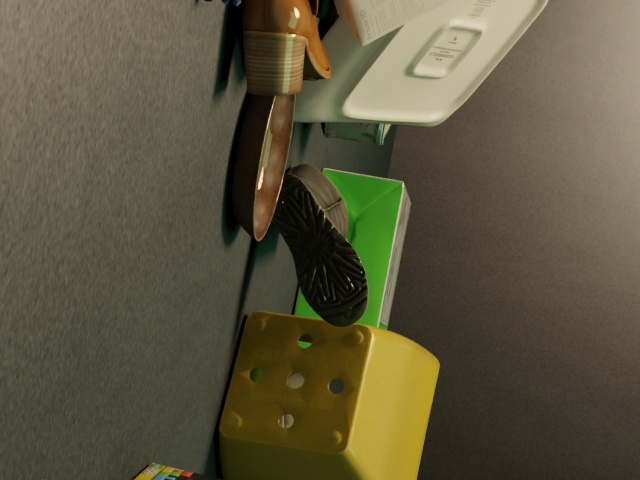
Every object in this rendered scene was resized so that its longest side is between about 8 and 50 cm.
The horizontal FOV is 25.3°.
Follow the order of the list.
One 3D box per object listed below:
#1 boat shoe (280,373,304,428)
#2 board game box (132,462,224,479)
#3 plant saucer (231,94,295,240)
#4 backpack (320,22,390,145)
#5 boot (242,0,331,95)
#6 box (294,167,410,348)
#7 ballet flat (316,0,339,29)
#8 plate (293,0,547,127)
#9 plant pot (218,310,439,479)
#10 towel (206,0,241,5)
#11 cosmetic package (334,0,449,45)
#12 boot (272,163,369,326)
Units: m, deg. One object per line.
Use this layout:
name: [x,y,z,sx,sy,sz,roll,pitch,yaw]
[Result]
boat shoe: [-0.031,0.298,2.024,0.079,0.084,0.233,52,47,-82]
board game box: [-0.085,0.222,1.082,0.170,0.141,0.048,-28,129,-83]
plant saucer: [-0.055,-0.084,1.342,0.168,0.029,0.168,12,90,-85]
backpack: [0.066,-0.209,1.720,0.166,0.144,0.188,102,5,-58]
boot: [-0.024,-0.210,1.210,0.197,0.073,0.152,-78,172,-76]
box: [0.044,0.045,2.084,0.231,0.126,0.262,47,53,-80]
ballet flat: [0.082,-0.343,1.410,0.483,0.182,0.164,89,13,-66]
plate: [0.120,-0.209,1.469,0.277,0.045,0.278,-2,139,-49]
plant pot: [-0.005,0.184,1.567,0.187,0.212,0.212,59,41,-63]
towel: [-0.058,-0.230,1.025,0.067,0.029,0.119,92,11,-53]
cosmetic package: [0.041,-0.286,1.221,0.060,0.099,0.239,55,-9,38]
boot: [0.003,0.000,1.573,0.208,0.076,0.190,12,55,-87]
